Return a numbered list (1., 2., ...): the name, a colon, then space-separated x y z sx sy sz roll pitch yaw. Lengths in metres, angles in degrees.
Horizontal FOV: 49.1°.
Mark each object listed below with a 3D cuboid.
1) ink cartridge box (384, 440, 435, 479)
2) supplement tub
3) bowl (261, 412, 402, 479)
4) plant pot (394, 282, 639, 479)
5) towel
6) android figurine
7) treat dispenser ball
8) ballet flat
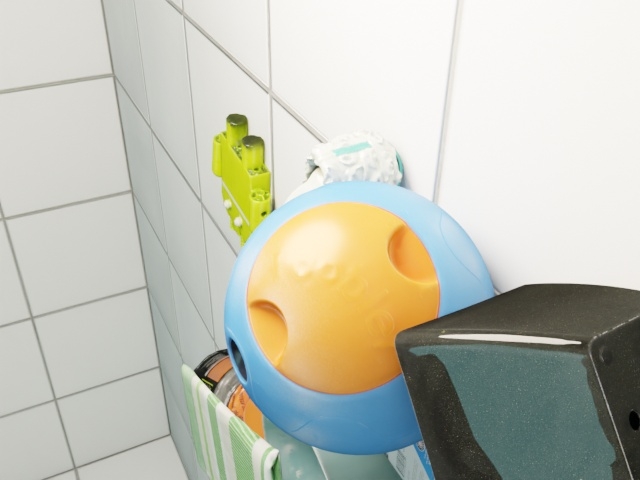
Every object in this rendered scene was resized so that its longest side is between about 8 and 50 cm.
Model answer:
1. ink cartridge box: 0.124 0.231 0.924 0.191 0.082 0.140 -130 33 -48
2. supplement tub: -0.157 0.346 1.501 0.338 0.207 0.207 -6 98 68
3. bowl: 0.040 0.362 1.102 0.311 0.163 0.312 47 145 50
4. plant pot: 0.203 0.130 0.565 0.167 0.187 0.188 -24 82 55
5. towel: -0.156 0.395 1.272 0.324 0.038 0.248 27 129 51
6. android figurine: -0.157 -0.109 1.414 0.248 0.056 0.273 55 149 39
7. treat dispenser ball: 0.041 0.081 0.754 0.288 0.288 0.288 47 145 49
8. ballet flat: -0.021 0.020 0.963 0.147 0.146 0.409 57 140 38
